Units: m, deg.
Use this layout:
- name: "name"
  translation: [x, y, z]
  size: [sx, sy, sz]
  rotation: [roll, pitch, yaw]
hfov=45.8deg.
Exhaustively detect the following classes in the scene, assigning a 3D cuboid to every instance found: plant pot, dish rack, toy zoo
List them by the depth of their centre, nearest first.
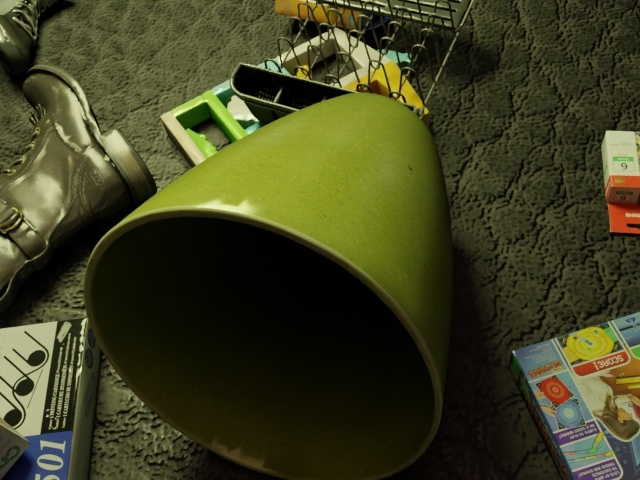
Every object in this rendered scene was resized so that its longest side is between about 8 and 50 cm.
- name: "plant pot"
  translation: [0.000, 0.000, 0.646]
  size: [0.275, 0.274, 0.293]
  rotation: [12, 42, 16]
- name: "dish rack"
  translation: [0.049, -0.223, 0.844]
  size: [0.208, 0.074, 0.271]
  rotation: [19, 67, 19]
- name: "toy zoo"
  translation: [-0.013, -0.147, 0.874]
  size: [0.293, 0.030, 0.192]
  rotation: [-30, 56, -14]

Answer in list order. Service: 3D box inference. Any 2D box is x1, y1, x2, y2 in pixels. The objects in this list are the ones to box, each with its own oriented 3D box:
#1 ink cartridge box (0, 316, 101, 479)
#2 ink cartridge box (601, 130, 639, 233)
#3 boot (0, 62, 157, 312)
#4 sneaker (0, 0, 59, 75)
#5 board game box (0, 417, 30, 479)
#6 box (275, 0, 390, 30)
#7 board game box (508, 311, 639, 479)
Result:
- name: "ink cartridge box"
  translation: [-0.253, 0.171, 0.666]
  size: [0.097, 0.046, 0.207]
  rotation: [-8, 54, 3]
- name: "ink cartridge box"
  translation: [0.321, -0.060, 0.764]
  size: [0.063, 0.029, 0.115]
  rotation: [3, 54, 10]
- name: "boot"
  translation: [-0.331, -0.068, 0.824]
  size: [0.229, 0.091, 0.263]
  rotation: [-36, 60, -18]
- name: "sneaker"
  translation: [-0.393, -0.318, 1.021]
  size: [0.132, 0.086, 0.228]
  rotation: [-25, 54, -13]
- name: "board game box"
  translation: [-0.415, 0.173, 0.651]
  size: [0.305, 0.053, 0.193]
  rotation: [24, 66, 32]
- name: "box"
  translation: [0.021, -0.300, 0.968]
  size: [0.136, 0.028, 0.081]
  rotation: [16, 37, 21]
- name: "board game box"
  translation: [0.279, 0.127, 0.631]
  size: [0.201, 0.035, 0.136]
  rotation: [-16, 53, -4]
